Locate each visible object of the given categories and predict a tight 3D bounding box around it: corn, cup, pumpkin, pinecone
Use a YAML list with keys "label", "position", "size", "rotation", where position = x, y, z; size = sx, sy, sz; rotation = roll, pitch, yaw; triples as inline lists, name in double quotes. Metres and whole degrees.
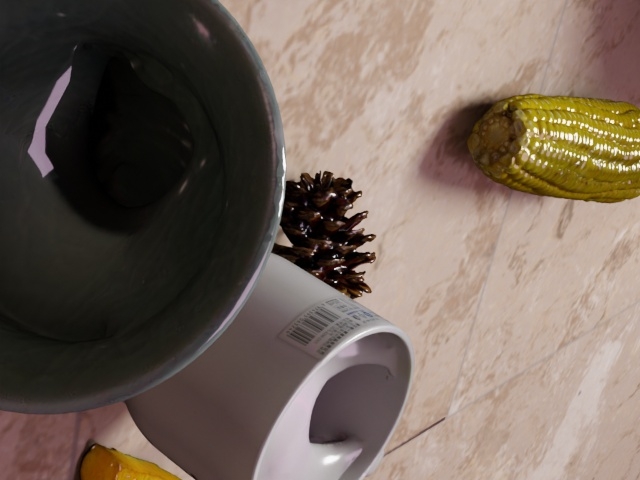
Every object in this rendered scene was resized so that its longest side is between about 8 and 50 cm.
- label: "corn"
  position: [0.181, -0.070, 1.184]
  size: [0.231, 0.080, 0.080]
  rotation: [4, 115, -55]
- label: "cup"
  position: [-0.101, -0.019, 0.736]
  size: [0.199, 0.199, 0.150]
  rotation: [-57, 168, -2]
- label: "pumpkin"
  position: [-0.122, 0.167, 0.996]
  size: [0.073, 0.035, 0.101]
  rotation: [-61, 148, 0]
- label: "cup"
  position: [-0.031, 0.071, 0.931]
  size: [0.173, 0.142, 0.134]
  rotation: [-8, 124, -53]
- label: "pinecone"
  position: [0.000, 0.000, 0.982]
  size: [0.077, 0.077, 0.083]
  rotation: [4, 104, -57]
